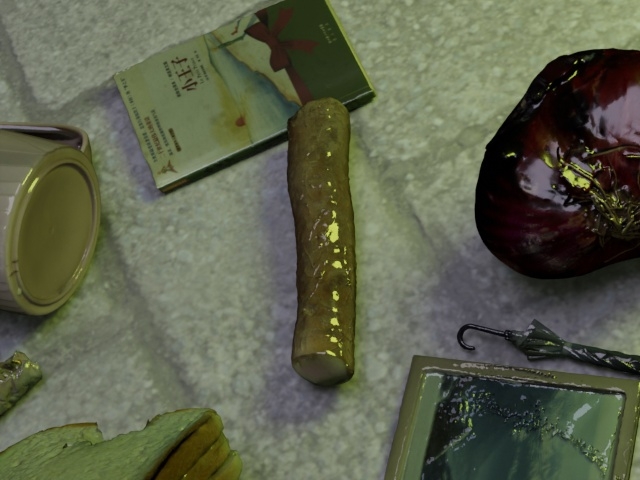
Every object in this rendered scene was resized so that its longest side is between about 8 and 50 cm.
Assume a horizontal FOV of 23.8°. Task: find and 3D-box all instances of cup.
[{"bbox_3d":[-0.405,-0.039,1.789,0.273,0.288,0.208,12,99,22],"label":"cup"}]

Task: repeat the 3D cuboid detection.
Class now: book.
[{"bbox_3d":[-0.095,-0.189,1.870,0.289,0.026,0.201,-25,57,0],"label":"book"}]

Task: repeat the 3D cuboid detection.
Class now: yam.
[{"bbox_3d":[0.000,0.000,1.694,0.081,0.081,0.357,-8,56,12],"label":"yam"}]

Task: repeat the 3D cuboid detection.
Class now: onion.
[{"bbox_3d":[0.282,-0.072,1.578,0.281,0.221,0.281,-30,30,20],"label":"onion"}]

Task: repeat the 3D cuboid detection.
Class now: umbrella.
[{"bbox_3d":[0.270,0.110,1.567,0.269,0.044,0.044,8,89,19],"label":"umbrella"}]

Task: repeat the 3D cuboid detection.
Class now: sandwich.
[{"bbox_3d":[-0.236,0.259,1.505,0.273,0.095,0.249,-12,18,28],"label":"sandwich"}]

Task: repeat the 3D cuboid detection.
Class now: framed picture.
[{"bbox_3d":[0.173,0.275,1.502,0.247,0.022,0.335,6,60,20],"label":"framed picture"}]

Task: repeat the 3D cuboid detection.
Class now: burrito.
[{"bbox_3d":[-0.398,0.191,1.710,0.188,0.045,0.058,-39,49,-7],"label":"burrito"}]
